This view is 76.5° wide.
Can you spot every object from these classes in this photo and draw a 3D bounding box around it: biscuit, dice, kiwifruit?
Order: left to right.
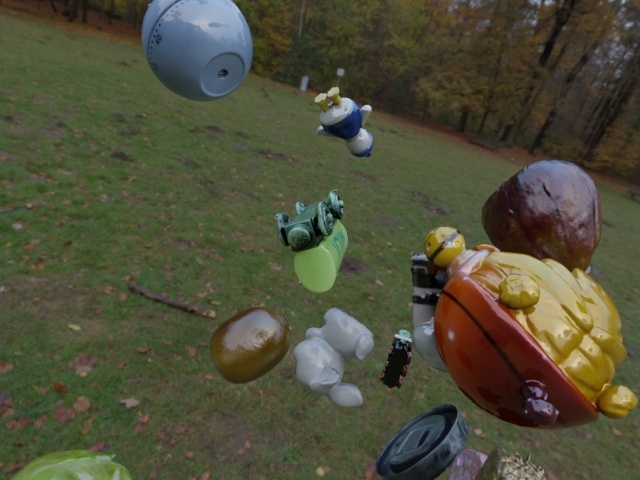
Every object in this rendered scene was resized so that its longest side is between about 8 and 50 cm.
[{"bbox_3d":[-0.195,0.292,1.157,0.234,0.196,0.196,-35,43,-15],"label":"kiwifruit"},{"bbox_3d":[0.285,0.427,0.706,0.093,0.091,0.094,32,-22,-4],"label":"dice"},{"bbox_3d":[0.216,0.345,0.506,0.070,0.168,0.082,27,15,12],"label":"biscuit"}]

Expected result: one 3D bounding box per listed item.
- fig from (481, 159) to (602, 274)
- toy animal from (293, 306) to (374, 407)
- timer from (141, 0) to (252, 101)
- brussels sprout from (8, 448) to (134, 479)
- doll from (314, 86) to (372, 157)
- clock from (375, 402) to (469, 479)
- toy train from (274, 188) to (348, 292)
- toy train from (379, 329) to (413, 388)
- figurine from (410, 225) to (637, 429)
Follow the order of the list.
[{"bbox_3d":[0.463,-0.050,0.846,0.224,0.224,0.263,13,44,-10],"label":"fig"},{"bbox_3d":[0.037,0.260,0.921,0.179,0.193,0.127,10,-30,48],"label":"toy animal"},{"bbox_3d":[-0.192,-0.332,0.625,0.175,0.175,0.255,3,59,-32],"label":"timer"},{"bbox_3d":[-0.463,0.530,0.698,0.247,0.328,0.328,19,15,-40],"label":"brussels sprout"},{"bbox_3d":[0.045,-0.180,0.653,0.143,0.099,0.057,41,42,-42],"label":"doll"},{"bbox_3d":[0.223,0.449,0.888,0.049,0.226,0.226,51,30,9],"label":"clock"},{"bbox_3d":[0.000,0.000,0.759,0.105,0.157,0.253,-15,12,13],"label":"toy train"},{"bbox_3d":[0.169,0.255,0.882,0.050,0.137,0.087,16,32,12],"label":"toy train"},{"bbox_3d":[0.241,0.124,0.540,0.320,0.196,0.323,46,-10,0],"label":"figurine"}]
